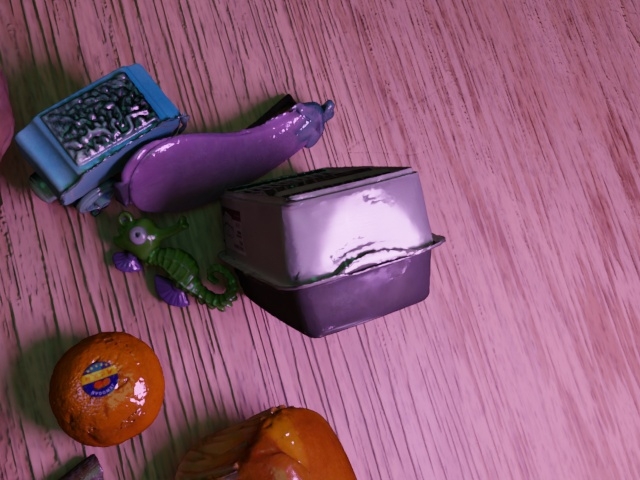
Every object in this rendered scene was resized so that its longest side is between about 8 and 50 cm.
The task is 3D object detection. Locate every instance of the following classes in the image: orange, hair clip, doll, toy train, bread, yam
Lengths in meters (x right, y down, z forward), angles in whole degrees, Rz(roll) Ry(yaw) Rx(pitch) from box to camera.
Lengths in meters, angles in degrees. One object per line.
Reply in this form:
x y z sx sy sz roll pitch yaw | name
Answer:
-0.256 0.180 0.725 0.135 0.118 0.136 6 62 -11 | orange
-0.127 -0.122 0.843 0.358 0.110 0.096 -35 96 -36 | hair clip
-0.191 0.028 0.790 0.190 0.115 0.050 39 27 -5 | doll
-0.276 -0.126 0.764 0.203 0.163 0.112 -43 92 -23 | toy train
-0.037 0.347 0.714 0.204 0.156 0.288 -5 71 -50 | bread
-0.301 0.301 0.718 0.094 0.043 0.043 -36 91 -25 | yam

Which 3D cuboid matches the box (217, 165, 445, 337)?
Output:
0.000 0.000 0.766 0.220 0.290 0.166 -16 103 -22 | box

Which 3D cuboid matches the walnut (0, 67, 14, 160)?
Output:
-0.475 -0.131 0.644 0.273 0.273 0.227 18 111 -15 | walnut
